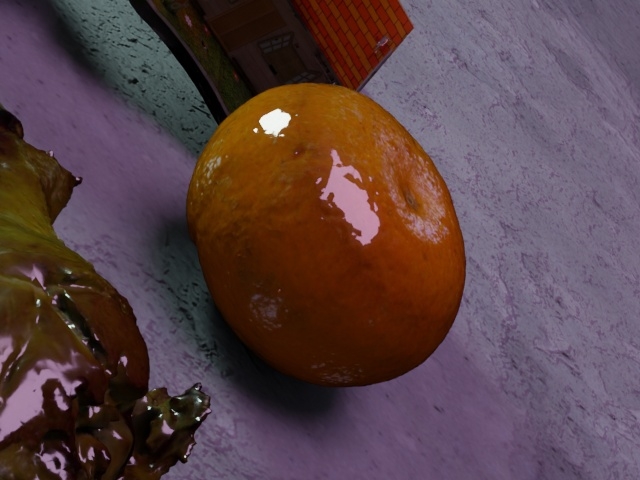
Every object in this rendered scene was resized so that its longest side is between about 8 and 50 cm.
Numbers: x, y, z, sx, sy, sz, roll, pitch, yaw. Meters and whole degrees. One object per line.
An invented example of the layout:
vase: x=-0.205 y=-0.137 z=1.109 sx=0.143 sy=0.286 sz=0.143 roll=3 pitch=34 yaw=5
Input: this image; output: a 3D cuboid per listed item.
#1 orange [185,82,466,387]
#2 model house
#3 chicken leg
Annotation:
orange: x=0.000 y=0.000 z=1.325 sx=0.224 sy=0.170 sz=0.224 roll=38 pitch=33 yaw=-32
model house: x=-0.032 y=-0.198 z=1.492 sx=0.294 sy=0.154 sz=0.207 roll=55 pitch=18 yaw=-33
chicken leg: x=-0.158 y=0.045 z=1.030 sx=0.211 sy=0.140 sz=0.361 roll=32 pitch=31 yaw=-13
